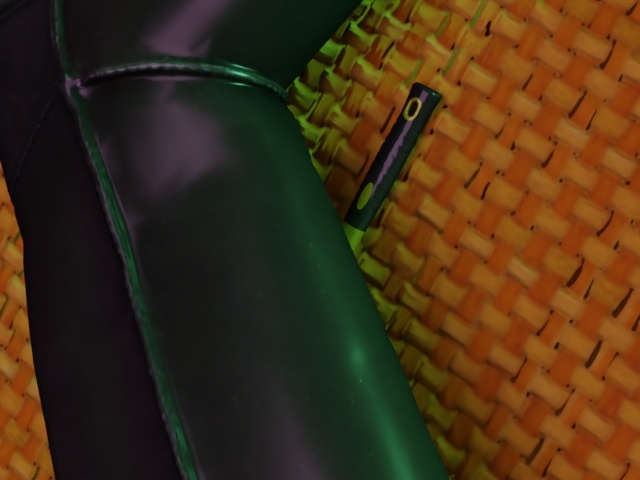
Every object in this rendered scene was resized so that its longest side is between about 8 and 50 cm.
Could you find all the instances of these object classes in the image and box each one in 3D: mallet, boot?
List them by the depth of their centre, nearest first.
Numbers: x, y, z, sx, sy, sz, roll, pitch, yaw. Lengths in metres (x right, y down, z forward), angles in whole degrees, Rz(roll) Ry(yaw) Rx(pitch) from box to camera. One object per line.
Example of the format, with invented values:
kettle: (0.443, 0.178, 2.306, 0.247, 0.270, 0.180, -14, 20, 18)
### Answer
boot: (-0.001, 0.001, 0.821, 0.367, 0.146, 0.445, -29, 63, 28)
mallet: (0.008, -0.006, 0.922, 0.062, 0.039, 0.189, 24, 94, 28)
